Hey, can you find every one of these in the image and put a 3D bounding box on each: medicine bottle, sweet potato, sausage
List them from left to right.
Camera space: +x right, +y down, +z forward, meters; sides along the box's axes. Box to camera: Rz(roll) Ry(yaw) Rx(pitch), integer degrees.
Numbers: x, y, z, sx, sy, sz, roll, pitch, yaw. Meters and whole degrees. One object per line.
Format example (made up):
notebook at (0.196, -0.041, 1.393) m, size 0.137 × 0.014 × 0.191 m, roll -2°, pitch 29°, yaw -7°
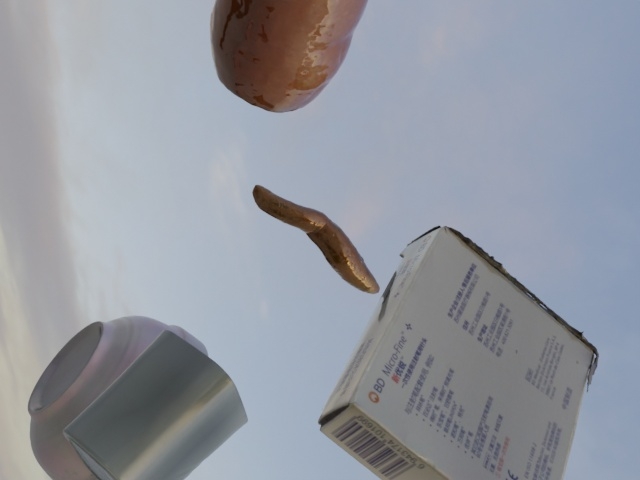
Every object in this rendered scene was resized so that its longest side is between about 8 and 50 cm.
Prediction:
sweet potato at (0.003, -0.003, 0.859) m, size 0.179 × 0.044 × 0.044 m, roll 42°, pitch -23°, yaw -16°
sausage at (0.014, -0.236, 0.379) m, size 0.094 × 0.094 × 0.419 m, roll 55°, pitch -33°, yaw 30°
medicine bottle at (0.109, 0.102, 0.585) m, size 0.171 × 0.201 × 0.052 m, roll 38°, pitch -45°, yaw -5°

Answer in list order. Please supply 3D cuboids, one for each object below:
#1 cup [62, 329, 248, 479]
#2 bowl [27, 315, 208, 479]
cup at (-0.137, 0.165, 0.709) m, size 0.095 × 0.129 × 0.128 m, roll 30°, pitch -32°, yaw 30°
bowl at (-0.307, 0.219, 1.156) m, size 0.144 × 0.287 × 0.287 m, roll 43°, pitch -18°, yaw -23°
